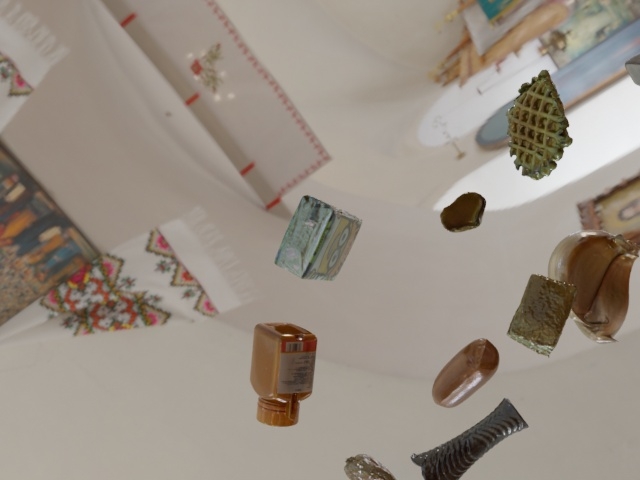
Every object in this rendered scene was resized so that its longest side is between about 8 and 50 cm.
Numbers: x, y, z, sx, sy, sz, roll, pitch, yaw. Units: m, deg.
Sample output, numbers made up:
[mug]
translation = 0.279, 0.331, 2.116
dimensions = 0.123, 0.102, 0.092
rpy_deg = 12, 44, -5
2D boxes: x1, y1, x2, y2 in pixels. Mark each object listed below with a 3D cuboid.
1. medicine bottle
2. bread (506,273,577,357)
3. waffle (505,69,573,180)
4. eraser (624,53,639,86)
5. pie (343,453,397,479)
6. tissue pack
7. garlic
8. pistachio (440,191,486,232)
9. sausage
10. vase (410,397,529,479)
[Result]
[medicine bottle]
translation = -0.091, 0.313, 1.887
dimensions = 0.112, 0.149, 0.222
rpy_deg = 2, -84, -30
[bread]
translation = 0.589, 0.195, 2.141
dimensions = 0.138, 0.196, 0.102
rpy_deg = 24, 172, 23
[waffle]
translation = 0.449, -0.236, 1.673
dimensions = 0.054, 0.208, 0.214
rpy_deg = -1, -113, -18
[eraser]
translation = 0.801, -0.344, 1.653
dimensions = 0.089, 0.061, 0.352
rpy_deg = 43, 167, -37
[pie]
translation = 0.147, 0.617, 2.091
dimensions = 0.163, 0.079, 0.193
rpy_deg = 23, 158, 34
[tissue pack]
translation = 0.000, 0.000, 2.446
dimensions = 0.128, 0.228, 0.311
rpy_deg = 27, -176, 20
[garlic]
translation = 0.790, 0.124, 2.330
dimensions = 0.249, 0.313, 0.286
rpy_deg = 22, 180, 31
[pistachio]
translation = 0.358, -0.059, 2.021
dimensions = 0.173, 0.049, 0.089
rpy_deg = -35, -107, -34
[sausage]
translation = 0.354, 0.333, 1.991
dimensions = 0.105, 0.274, 0.105
rpy_deg = 9, -124, -13
[vase]
translation = 0.314, 0.424, 1.674
dimensions = 0.115, 0.237, 0.115
rpy_deg = 53, -179, -1
